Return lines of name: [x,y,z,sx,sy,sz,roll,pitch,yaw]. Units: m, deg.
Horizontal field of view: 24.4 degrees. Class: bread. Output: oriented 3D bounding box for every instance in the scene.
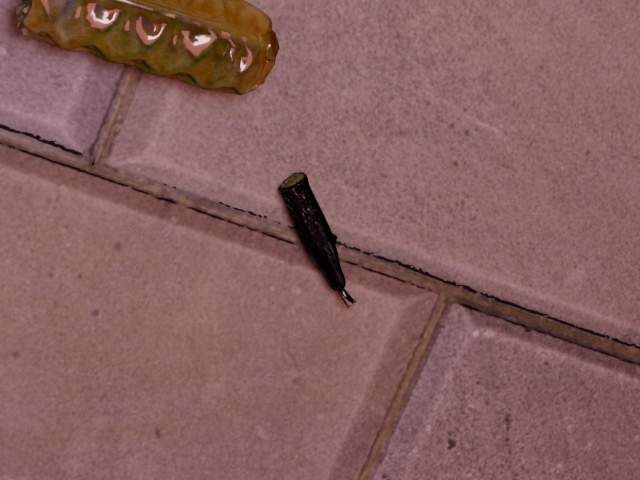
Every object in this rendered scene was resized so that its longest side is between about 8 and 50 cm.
bread: [-0.168,-0.218,1.492,0.269,0.098,0.087,15,144,-21]

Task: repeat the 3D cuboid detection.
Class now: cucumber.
cucumber: [0.000,0.000,1.644,0.039,0.043,0.163,-33,118,-14]
